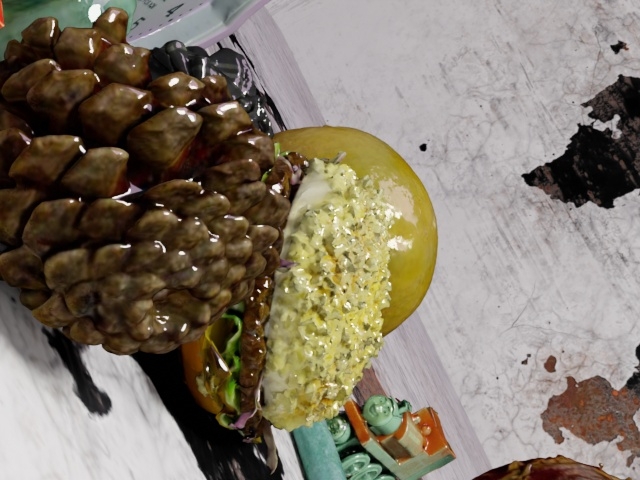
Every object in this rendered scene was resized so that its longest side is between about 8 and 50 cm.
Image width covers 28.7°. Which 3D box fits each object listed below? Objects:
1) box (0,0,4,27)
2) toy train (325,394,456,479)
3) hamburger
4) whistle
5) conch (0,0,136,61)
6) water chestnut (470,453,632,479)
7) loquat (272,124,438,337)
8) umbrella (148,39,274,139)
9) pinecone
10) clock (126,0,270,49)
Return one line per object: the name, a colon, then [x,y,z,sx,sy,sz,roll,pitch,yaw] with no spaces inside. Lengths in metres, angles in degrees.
box: [-0.240,-0.143,0.609,0.152,0.100,0.048,55,12,-39]
toy train: [0.066,0.208,1.312,0.074,0.118,0.176,63,5,33]
hamburger: [-0.021,0.049,0.972,0.243,0.139,0.261,66,36,-70]
whistle: [0.010,0.234,1.151,0.039,0.039,0.186,54,10,-43]
conch: [-0.204,-0.170,0.820,0.188,0.122,0.176,43,-6,-24]
water chestnut: [0.217,0.382,1.227,0.302,0.350,0.350,-30,-91,56]
loquat: [0.000,0.000,1.217,0.244,0.244,0.244,59,7,-13]
umbrella: [-0.131,-0.081,1.045,0.154,0.128,0.336,33,26,-4]
pinecone: [-0.122,-0.033,0.750,0.204,0.179,0.184,54,-15,41]
clock: [-0.114,-0.277,1.127,0.102,0.339,0.338,57,7,7]
